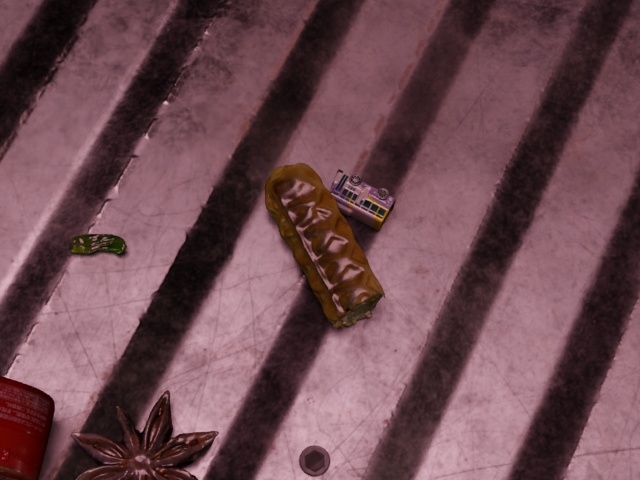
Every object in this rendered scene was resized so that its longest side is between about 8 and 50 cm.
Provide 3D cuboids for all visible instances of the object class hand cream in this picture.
[{"bbox_3d":[-0.471,0.262,1.829,0.193,0.193,0.125,11,69,2],"label":"hand cream"}]

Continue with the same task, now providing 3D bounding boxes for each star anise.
[{"bbox_3d":[-0.260,0.338,1.866,0.230,0.081,0.262,23,61,6],"label":"star anise"}]

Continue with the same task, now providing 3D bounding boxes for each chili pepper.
[{"bbox_3d":[-0.340,0.006,2.012,0.091,0.034,0.030,2,104,-2],"label":"chili pepper"}]

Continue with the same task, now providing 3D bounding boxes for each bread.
[{"bbox_3d":[0.000,0.001,1.986,0.087,0.098,0.269,-20,71,-28],"label":"bread"}]

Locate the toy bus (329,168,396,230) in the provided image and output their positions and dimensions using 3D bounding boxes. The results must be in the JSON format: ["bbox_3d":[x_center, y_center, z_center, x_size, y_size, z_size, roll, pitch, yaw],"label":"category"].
[{"bbox_3d":[0.060,-0.062,2.034,0.102,0.052,0.058,27,71,6],"label":"toy bus"}]
